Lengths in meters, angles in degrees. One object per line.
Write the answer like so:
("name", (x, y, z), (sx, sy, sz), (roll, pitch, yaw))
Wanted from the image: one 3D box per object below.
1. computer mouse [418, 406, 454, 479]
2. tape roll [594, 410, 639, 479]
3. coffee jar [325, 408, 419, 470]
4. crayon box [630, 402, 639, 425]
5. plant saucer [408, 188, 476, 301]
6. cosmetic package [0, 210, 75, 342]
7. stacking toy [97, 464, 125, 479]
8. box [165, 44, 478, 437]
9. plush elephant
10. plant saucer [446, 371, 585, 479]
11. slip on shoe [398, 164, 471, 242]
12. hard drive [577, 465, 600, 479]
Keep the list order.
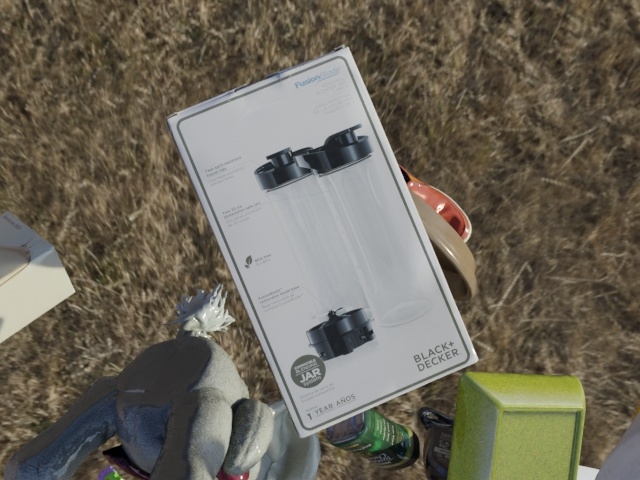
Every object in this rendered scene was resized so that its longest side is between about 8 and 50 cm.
("computer mouse", (0.259, 0.413, 1.485), (0.189, 0.272, 0.072), (16, 104, 9))
("tape roll", (0.267, 0.121, 0.345), (0.246, 0.246, 0.169), (48, 56, 6))
("coffee jar", (0.101, 0.367, 1.472), (0.184, 0.096, 0.079), (35, 43, -37))
("crayon box", (0.607, 0.289, 1.233), (0.203, 0.083, 0.323), (10, 34, 33))
("plant saucer", (0.101, -0.019, 1.064), (0.278, 0.278, 0.041), (39, 80, 4))
("cosmetic package", (-0.571, 0.100, 1.249), (0.160, 0.113, 0.309), (28, 54, 35))
("stacking toy", (-0.426, 0.515, 1.643), (0.052, 0.221, 0.167), (-44, 127, -21))
("box", (0.000, 0.000, 0.692), (0.169, 0.087, 0.289), (-24, 90, -4))
("plush elephant", (-0.150, 0.251, 0.940), (0.272, 0.255, 0.330), (-4, 37, 24))
("plant saucer", (0.242, 0.255, 0.937), (0.188, 0.045, 0.188), (7, 90, -26))
("slip on shoe", (0.189, -0.094, 1.746), (0.331, 0.101, 0.123), (38, 96, -1))
("hard drive", (0.425, 0.502, 1.595), (0.210, 0.318, 0.040), (14, 60, -12))
